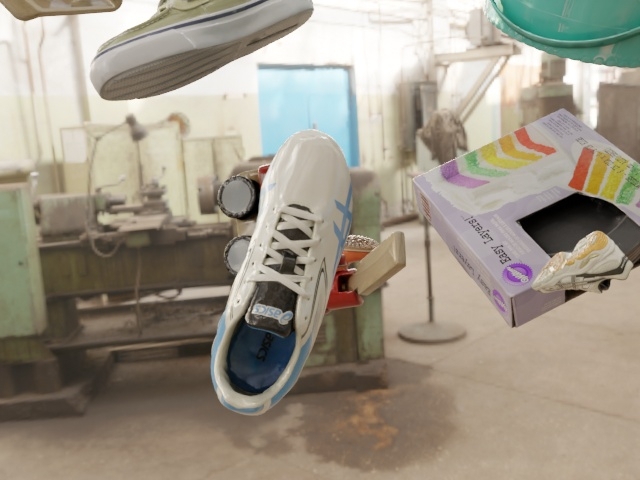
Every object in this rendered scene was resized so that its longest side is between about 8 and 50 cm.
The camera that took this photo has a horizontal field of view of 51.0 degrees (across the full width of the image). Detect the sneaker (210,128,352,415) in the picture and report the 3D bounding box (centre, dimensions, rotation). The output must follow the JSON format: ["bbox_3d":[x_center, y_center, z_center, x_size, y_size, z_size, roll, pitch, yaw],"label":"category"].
[{"bbox_3d":[-0.027,0.027,0.538,0.085,0.237,0.086,15,3,-6],"label":"sneaker"}]

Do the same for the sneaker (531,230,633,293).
[{"bbox_3d":[0.177,0.025,0.458,0.032,0.037,0.083,-51,-2,-22],"label":"sneaker"}]

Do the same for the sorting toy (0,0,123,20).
[{"bbox_3d":[-0.460,-0.455,0.992,0.041,0.307,0.229,-42,4,31],"label":"sorting toy"}]

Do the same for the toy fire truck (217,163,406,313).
[{"bbox_3d":[0.000,0.000,0.861,0.246,0.217,0.158,-9,-8,19],"label":"toy fire truck"}]

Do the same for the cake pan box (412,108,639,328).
[{"bbox_3d":[0.282,-0.037,0.849,0.245,0.070,0.267,-26,43,-2],"label":"cake pan box"}]

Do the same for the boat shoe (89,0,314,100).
[{"bbox_3d":[-0.144,-0.255,0.793,0.302,0.094,0.109,-32,1,-31],"label":"boat shoe"}]

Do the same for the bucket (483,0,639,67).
[{"bbox_3d":[0.309,-0.318,0.711,0.280,0.183,0.281,3,39,-2],"label":"bucket"}]

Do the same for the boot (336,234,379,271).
[{"bbox_3d":[0.033,0.038,1.165,0.157,0.085,0.059,-5,14,25],"label":"boot"}]
